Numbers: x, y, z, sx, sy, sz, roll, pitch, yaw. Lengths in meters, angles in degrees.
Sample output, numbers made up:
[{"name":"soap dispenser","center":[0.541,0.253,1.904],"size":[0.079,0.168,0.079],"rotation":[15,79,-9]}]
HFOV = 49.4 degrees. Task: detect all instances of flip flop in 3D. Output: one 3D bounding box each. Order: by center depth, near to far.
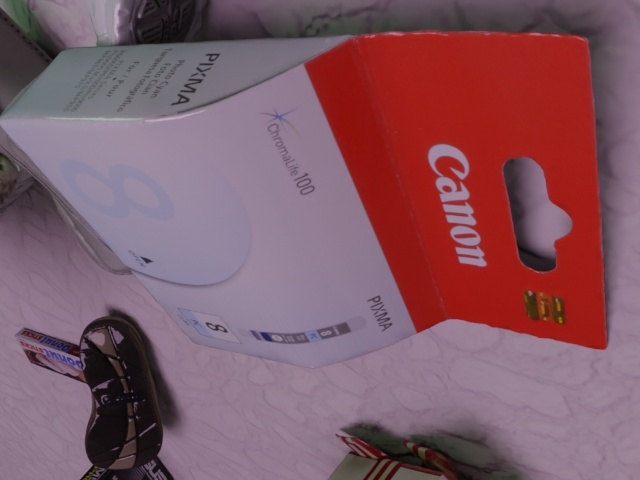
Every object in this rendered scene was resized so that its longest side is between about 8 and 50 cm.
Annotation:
[{"name":"flip flop","center":[-0.288,0.220,1.003],"size":[0.112,0.080,0.277],"rotation":[-4,117,-7]}]

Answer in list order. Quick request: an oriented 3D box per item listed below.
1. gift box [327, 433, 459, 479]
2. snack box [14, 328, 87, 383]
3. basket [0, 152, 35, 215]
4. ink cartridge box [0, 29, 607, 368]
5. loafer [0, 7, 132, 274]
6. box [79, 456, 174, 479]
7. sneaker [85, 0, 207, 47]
[{"name":"gift box","center":[0.077,0.367,0.727],"size":[0.255,0.258,0.276],"rotation":[48,158,-11]},{"name":"snack box","center":[-0.418,0.188,1.117],"size":[0.178,0.022,0.064],"rotation":[9,129,32]},{"name":"basket","center":[-0.563,-0.101,0.795],"size":[0.331,0.266,0.328],"rotation":[-25,107,45]},{"name":"ink cartridge box","center":[0.000,0.000,0.521],"size":[0.384,0.091,0.308],"rotation":[8,145,30]},{"name":"loafer","center":[-0.244,-0.103,0.673],"size":[0.111,0.112,0.319],"rotation":[-13,124,38]},{"name":"box","center":[-0.318,0.497,1.164],"size":[0.060,0.216,0.270],"rotation":[-5,121,42]},{"name":"sneaker","center":[-0.155,-0.227,0.519],"size":[0.115,0.090,0.232],"rotation":[28,133,29]}]
